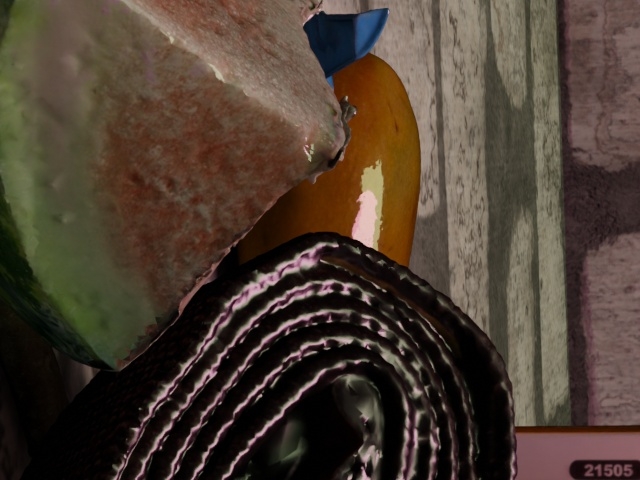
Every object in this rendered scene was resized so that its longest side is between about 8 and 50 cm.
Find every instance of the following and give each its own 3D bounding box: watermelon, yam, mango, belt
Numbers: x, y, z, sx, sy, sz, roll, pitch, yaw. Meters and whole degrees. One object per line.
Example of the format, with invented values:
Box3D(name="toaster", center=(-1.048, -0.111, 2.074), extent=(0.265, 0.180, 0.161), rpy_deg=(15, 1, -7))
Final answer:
Box3D(name="watermelon", center=(-0.079, -0.100, 0.736), extent=(0.305, 0.180, 0.224), rpy_deg=(-93, -175, -57))
Box3D(name="yam", center=(-0.129, 0.039, 0.824), extent=(0.033, 0.027, 0.129), rpy_deg=(-37, 133, -34))
Box3D(name="mango", center=(0.000, 0.000, 1.180), extent=(0.138, 0.113, 0.253), rpy_deg=(43, 54, -76))
Box3D(name="belt", center=(-0.045, 0.139, 0.803), extent=(0.184, 0.164, 0.289), rpy_deg=(45, 52, -12))

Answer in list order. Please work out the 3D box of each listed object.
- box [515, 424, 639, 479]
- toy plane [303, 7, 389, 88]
Box3D(name="box", center=(0.118, 0.236, 1.301), extent=(0.091, 0.274, 0.221), rpy_deg=(11, 76, -72))
Box3D(name="toy plane", center=(-0.040, -0.127, 0.985), extent=(0.254, 0.105, 0.271), rpy_deg=(52, -36, 45))
